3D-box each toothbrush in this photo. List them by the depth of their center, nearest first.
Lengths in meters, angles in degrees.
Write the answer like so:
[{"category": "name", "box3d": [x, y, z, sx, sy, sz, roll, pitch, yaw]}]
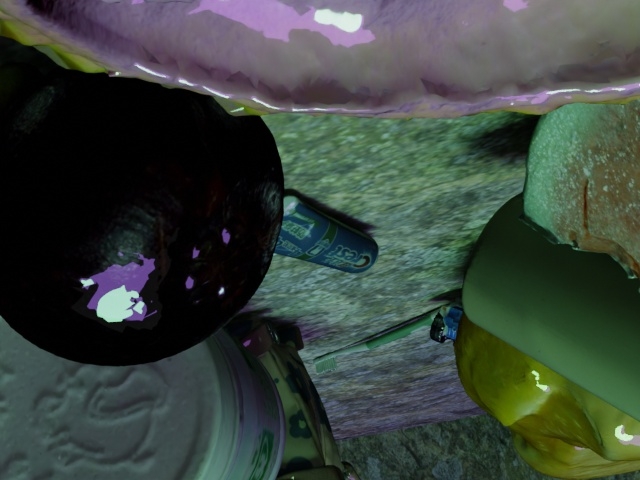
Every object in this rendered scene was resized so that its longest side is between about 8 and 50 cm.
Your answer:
[{"category": "toothbrush", "box3d": [0.076, 0.128, 1.420, 0.018, 0.024, 0.257, 0, 159, -43]}]

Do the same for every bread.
[{"category": "bread", "box3d": [0.326, 0.087, 1.070, 0.394, 0.250, 0.361, -10, 163, 1]}]

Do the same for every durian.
[{"category": "durian", "box3d": [0.040, -0.107, 0.341, 0.341, 0.112, 0.191, -5, 174, -3]}]

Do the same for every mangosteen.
[{"category": "mangosteen", "box3d": [-0.094, -0.021, 0.499, 0.152, 0.152, 0.152, -13, 166, -3]}]

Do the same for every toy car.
[{"category": "toy car", "box3d": [0.193, 0.104, 1.303, 0.080, 0.070, 0.171, 20, 178, 24]}]

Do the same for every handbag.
[{"category": "handbag", "box3d": [-0.081, 0.211, 1.160, 0.193, 0.251, 0.190, -26, 170, 10]}]

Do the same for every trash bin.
[{"category": "trash bin", "box3d": [0.254, 0.036, 0.714, 0.243, 0.247, 0.121, -30, 133, -38]}]

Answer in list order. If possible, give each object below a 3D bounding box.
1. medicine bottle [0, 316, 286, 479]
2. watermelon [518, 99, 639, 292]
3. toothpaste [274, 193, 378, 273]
[{"category": "medicine bottle", "box3d": [-0.151, 0.150, 0.912, 0.212, 0.212, 0.325, -15, 166, 4]}, {"category": "watermelon", "box3d": [0.243, -0.046, 0.565, 0.213, 0.201, 0.261, -19, 160, -8]}, {"category": "toothpaste", "box3d": [0.000, 0.000, 0.840, 0.057, 0.034, 0.197, -36, 158, 17]}]
